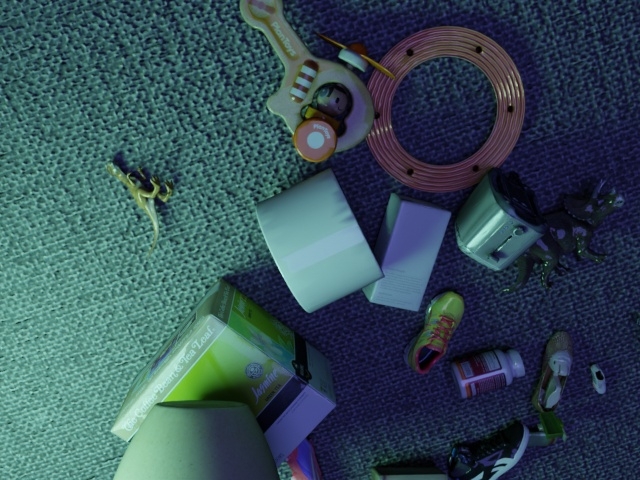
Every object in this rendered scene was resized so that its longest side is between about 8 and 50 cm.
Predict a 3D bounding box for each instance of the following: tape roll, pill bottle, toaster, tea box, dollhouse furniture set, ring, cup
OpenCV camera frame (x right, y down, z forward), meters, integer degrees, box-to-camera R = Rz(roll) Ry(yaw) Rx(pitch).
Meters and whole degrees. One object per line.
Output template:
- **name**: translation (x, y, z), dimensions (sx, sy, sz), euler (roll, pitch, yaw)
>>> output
- **tape roll**: translation (0.000, 0.000, 1.254), dimensions (0.169, 0.246, 0.246), euler (-26, 106, 4)
- **pill bottle**: translation (0.380, 0.299, 1.444), dimensions (0.152, 0.086, 0.086), euler (-16, 106, 2)
- **toaster**: translation (0.358, -0.045, 1.291), dimensions (0.129, 0.227, 0.146), euler (29, 120, -13)
- **tea box**: translation (-0.197, 0.322, 1.349), dimensions (0.323, 0.220, 0.329), euler (39, 100, -14)
- **dollhouse furniture set**: translation (0.208, 0.665, 1.483), dimensions (0.161, 0.212, 0.242), euler (1, 80, -5)
- **ring**: translation (0.252, -0.265, 1.303), dimensions (0.337, 0.032, 0.336), euler (-1, 106, -2)
- **cup**: translation (-0.217, 0.410, 1.124), dimensions (0.331, 0.331, 0.236), euler (2, 80, -4)
- **dollhouse furniture set**: translation (0.529, 0.463, 1.483), dimensions (0.076, 0.058, 0.151), euler (-7, 135, -3)

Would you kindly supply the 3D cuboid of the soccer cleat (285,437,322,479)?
- **soccer cleat**: translation (-0.035, 0.522, 1.494), dimensions (0.095, 0.083, 0.248), euler (-43, 119, -30)

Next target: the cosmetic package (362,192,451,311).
- **cosmetic package**: translation (0.180, 0.026, 1.351), dimensions (0.117, 0.085, 0.231), euler (13, 104, -15)

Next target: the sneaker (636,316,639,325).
- **sneaker**: translation (0.835, 0.240, 1.449), dimensions (0.153, 0.101, 0.268), euler (-38, 99, 8)

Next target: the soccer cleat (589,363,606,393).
- **soccer cleat**: translation (0.657, 0.330, 1.494), dimensions (0.029, 0.035, 0.083), euler (-19, 106, 2)

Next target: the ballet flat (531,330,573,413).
- **ballet flat**: translation (0.547, 0.313, 1.467), dimensions (0.073, 0.067, 0.206), euler (7, 105, -4)

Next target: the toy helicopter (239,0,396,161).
- **toy helicopter**: translation (-0.018, -0.339, 1.214), dimensions (0.235, 0.140, 0.355), euler (-34, 103, 5)

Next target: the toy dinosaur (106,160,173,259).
- **toy dinosaur**: translation (-0.359, -0.083, 1.315), dimensions (0.112, 0.064, 0.211), euler (-27, 97, 23)

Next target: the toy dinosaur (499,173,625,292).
- **toy dinosaur**: translation (0.505, 0.002, 1.367), dimensions (0.314, 0.121, 0.160), euler (-31, 93, 11)

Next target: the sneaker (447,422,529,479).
- **sneaker**: translation (0.388, 0.503, 1.507), dimensions (0.121, 0.079, 0.216), euler (32, 103, -13)

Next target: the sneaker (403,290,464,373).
- **sneaker**: translation (0.263, 0.211, 1.408), dimensions (0.082, 0.094, 0.208), euler (24, 102, -8)
